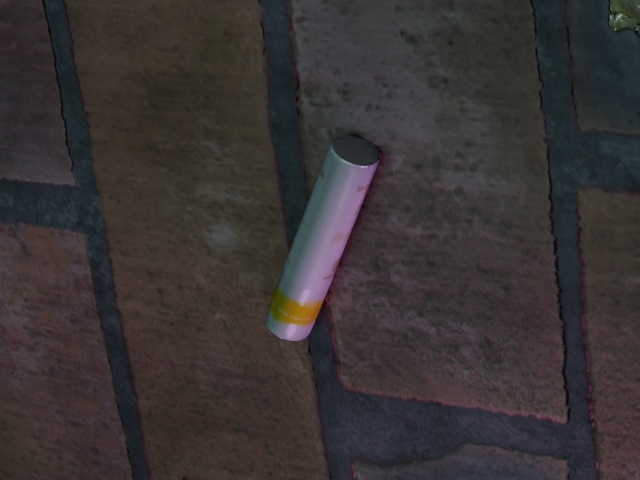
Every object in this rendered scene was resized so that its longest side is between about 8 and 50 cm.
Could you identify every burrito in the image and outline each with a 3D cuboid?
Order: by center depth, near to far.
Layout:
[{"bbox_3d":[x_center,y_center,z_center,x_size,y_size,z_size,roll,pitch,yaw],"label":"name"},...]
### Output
[{"bbox_3d":[0.286,-0.269,1.464,0.051,0.042,0.171,9,120,33],"label":"burrito"}]

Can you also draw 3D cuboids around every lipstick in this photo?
[{"bbox_3d":[0.000,0.000,1.798,0.059,0.059,0.264,35,128,19],"label":"lipstick"}]
